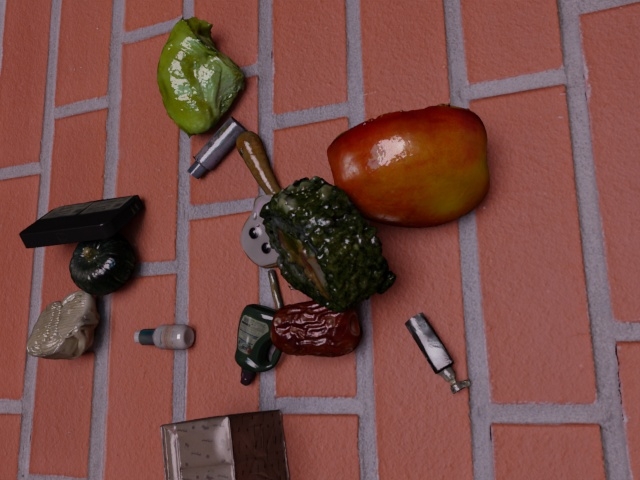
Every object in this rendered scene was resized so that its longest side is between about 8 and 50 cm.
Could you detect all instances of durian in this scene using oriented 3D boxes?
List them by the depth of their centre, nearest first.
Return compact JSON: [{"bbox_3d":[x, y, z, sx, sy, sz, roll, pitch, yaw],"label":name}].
[{"bbox_3d":[-0.371,-0.488,1.883,0.256,0.204,0.339,30,93,13],"label":"durian"}]

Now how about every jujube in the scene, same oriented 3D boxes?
[{"bbox_3d":[-0.009,0.222,1.601,0.230,0.155,0.155,-3,78,6],"label":"jujube"}]

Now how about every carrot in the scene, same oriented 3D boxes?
[{"bbox_3d":[-0.158,-0.186,1.808,0.078,0.078,0.298,-34,73,14],"label":"carrot"}]

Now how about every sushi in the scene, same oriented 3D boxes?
[{"bbox_3d":[0.000,0.000,1.542,0.178,0.294,0.352,-31,31,-21],"label":"sushi"}]

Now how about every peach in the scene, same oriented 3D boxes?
[{"bbox_3d":[0.215,-0.166,1.524,0.380,0.306,0.242,-6,71,17],"label":"peach"}]

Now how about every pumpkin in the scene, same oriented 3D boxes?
[{"bbox_3d":[-0.670,0.066,1.925,0.212,0.152,0.211,-5,75,18],"label":"pumpkin"}]

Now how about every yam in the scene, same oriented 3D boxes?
[{"bbox_3d":[-0.111,0.190,1.733,0.029,0.027,0.234,-29,69,36],"label":"yam"}]

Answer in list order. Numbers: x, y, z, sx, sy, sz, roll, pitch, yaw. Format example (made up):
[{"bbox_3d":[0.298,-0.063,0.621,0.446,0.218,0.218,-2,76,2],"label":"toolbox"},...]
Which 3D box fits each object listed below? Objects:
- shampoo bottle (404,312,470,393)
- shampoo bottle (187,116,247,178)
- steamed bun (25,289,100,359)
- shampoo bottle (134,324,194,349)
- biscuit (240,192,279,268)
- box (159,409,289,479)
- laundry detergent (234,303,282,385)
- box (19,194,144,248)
[{"bbox_3d":[0.286,0.276,1.535,0.063,0.057,0.207,-33,71,6],"label":"shampoo bottle"},{"bbox_3d":[-0.316,-0.275,1.889,0.214,0.072,0.072,-46,67,8],"label":"shampoo bottle"},{"bbox_3d":[-0.769,0.279,1.936,0.211,0.144,0.218,-19,43,11],"label":"steamed bun"},{"bbox_3d":[-0.465,0.282,1.839,0.192,0.074,0.074,-2,79,23],"label":"shampoo bottle"},{"bbox_3d":[-0.141,-0.021,1.755,0.181,0.049,0.208,35,104,19],"label":"biscuit"},{"bbox_3d":[-0.226,0.548,1.564,0.190,0.297,0.225,-14,75,20],"label":"box"},{"bbox_3d":[-0.168,0.292,1.703,0.144,0.078,0.221,15,96,24],"label":"laundry detergent"},{"bbox_3d":[-0.743,-0.060,1.961,0.350,0.211,0.058,-6,116,23],"label":"box"}]
